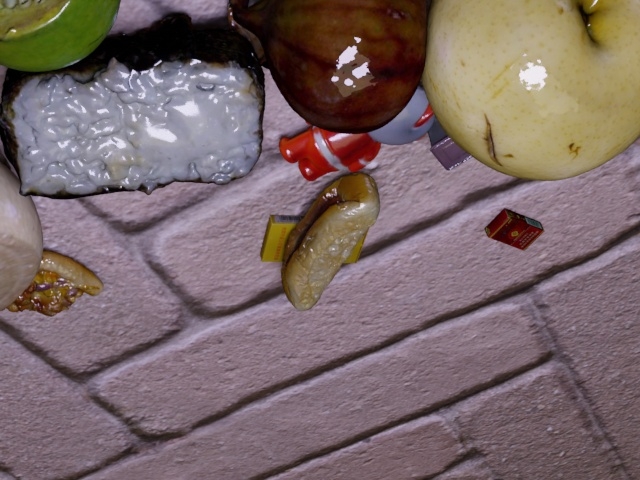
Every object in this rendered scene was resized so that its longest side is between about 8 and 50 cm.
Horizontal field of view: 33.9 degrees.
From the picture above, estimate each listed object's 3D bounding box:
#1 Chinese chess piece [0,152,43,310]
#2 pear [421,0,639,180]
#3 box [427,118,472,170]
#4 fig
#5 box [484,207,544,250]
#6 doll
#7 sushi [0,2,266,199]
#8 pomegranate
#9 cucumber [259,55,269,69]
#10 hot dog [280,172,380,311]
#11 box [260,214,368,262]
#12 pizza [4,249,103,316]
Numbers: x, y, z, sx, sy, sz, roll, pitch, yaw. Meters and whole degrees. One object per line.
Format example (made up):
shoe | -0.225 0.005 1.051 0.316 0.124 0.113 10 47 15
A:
Chinese chess piece | -0.518 0.012 1.302 0.338 0.141 0.338 -22 159 -9
pear | 0.258 -0.219 1.239 0.309 0.309 0.309 -8 138 -7
box | 0.192 -0.151 1.461 0.084 0.063 0.060 -31 138 17
fig | 0.022 -0.233 1.201 0.214 0.235 0.235 -21 140 -14
box | 0.309 -0.017 1.669 0.082 0.023 0.051 18 128 -32
doll | 0.066 -0.154 1.414 0.245 0.076 0.142 -26 145 20
sushi | -0.211 -0.171 1.243 0.343 0.182 0.196 -9 137 -8
pomegranate | -0.295 -0.294 1.115 0.189 0.241 0.159 6 174 13
cucumber | -0.002 -0.224 1.350 0.184 0.033 0.036 3 158 -19
hot dog | 0.000 0.000 1.525 0.073 0.084 0.242 18 127 -25
box | -0.009 -0.001 1.598 0.155 0.023 0.087 2 133 -17
pizza | -0.439 0.061 1.518 0.246 0.058 0.127 13 132 -24
